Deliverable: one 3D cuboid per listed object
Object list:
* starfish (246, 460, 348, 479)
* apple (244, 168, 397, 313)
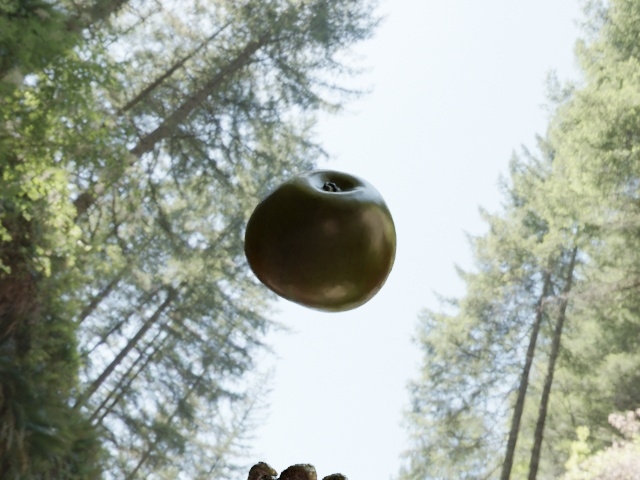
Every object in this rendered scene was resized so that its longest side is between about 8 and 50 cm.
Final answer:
[{"bbox_3d":[-0.060,0.388,0.896,0.215,0.071,0.238,-5,-56,1],"label":"starfish"},{"bbox_3d":[0.000,0.000,0.363,0.089,0.089,0.075,18,-63,18],"label":"apple"}]
